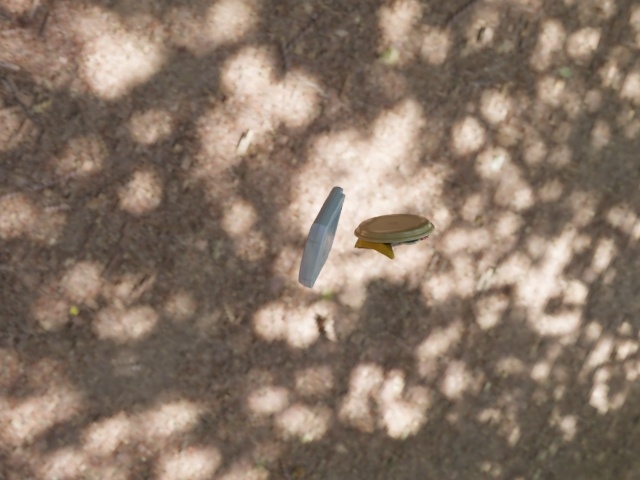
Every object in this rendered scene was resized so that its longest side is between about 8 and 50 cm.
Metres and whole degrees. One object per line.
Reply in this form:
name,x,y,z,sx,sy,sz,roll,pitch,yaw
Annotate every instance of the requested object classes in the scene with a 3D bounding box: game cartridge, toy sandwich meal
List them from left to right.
game cartridge,0.000,0.000,0.923,0.083,0.017,0.056,104,7,-48
toy sandwich meal,0.069,-0.003,1.047,0.085,0.085,0.029,-20,112,-42
